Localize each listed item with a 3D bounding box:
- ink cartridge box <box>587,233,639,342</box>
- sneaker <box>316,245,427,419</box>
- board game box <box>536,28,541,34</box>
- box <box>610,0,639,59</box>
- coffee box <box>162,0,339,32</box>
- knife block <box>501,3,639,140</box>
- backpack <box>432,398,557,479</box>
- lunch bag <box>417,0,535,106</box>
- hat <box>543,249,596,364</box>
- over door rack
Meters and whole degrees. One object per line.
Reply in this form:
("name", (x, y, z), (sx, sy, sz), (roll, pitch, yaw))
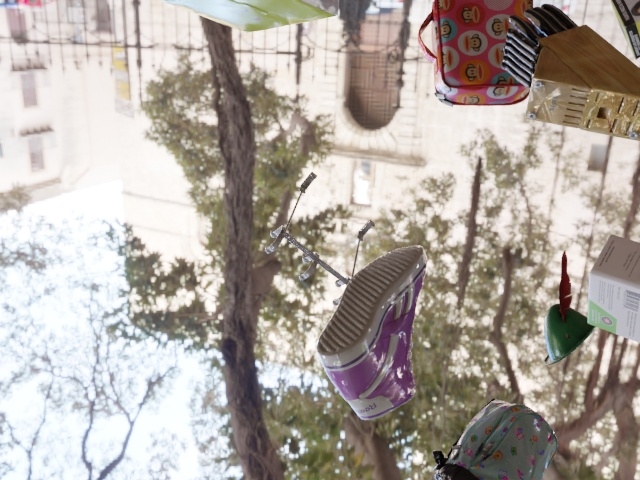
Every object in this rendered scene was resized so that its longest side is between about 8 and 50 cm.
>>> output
("ink cartridge box", (0.695, 0.126, 1.283), (0.272, 0.198, 0.115), (21, -119, 34))
("sneaker", (0.098, 0.134, 0.926), (0.102, 0.161, 0.282), (-11, -153, 40))
("board game box", (0.636, -0.528, 1.825), (0.160, 0.039, 0.211), (42, -176, 3))
("box", (0.480, -0.311, 0.766), (0.232, 0.058, 0.087), (-20, -137, 26))
("coffee box", (-0.174, -0.738, 1.583), (0.338, 0.335, 0.337), (6, -177, 39))
("knife block", (0.441, -0.302, 1.082), (0.275, 0.088, 0.242), (16, -124, 17))
("backpack", (0.282, 0.342, 1.003), (0.182, 0.152, 0.115), (-47, -158, -21))
("lunch bag", (0.349, -0.450, 1.438), (0.258, 0.293, 0.120), (0, 166, 5))
("hat", (0.586, 0.182, 1.629), (0.208, 0.173, 0.183), (-37, -100, -29))
("over door rack", (0.000, 0.000, 1.683), (0.239, 0.108, 0.324), (39, -141, -12))
